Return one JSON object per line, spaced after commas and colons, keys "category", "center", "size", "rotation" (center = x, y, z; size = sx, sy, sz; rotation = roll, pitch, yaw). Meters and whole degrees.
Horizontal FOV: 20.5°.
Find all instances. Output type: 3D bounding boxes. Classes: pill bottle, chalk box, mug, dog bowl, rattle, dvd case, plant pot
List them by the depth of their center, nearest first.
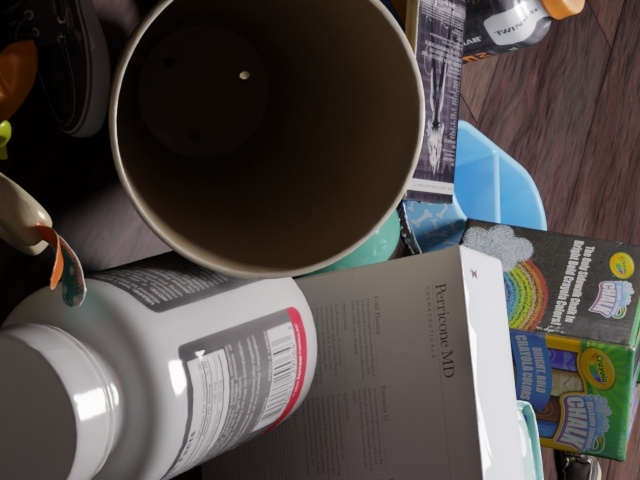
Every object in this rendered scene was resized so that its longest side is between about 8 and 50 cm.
{"category": "rattle", "center": [-0.206, -0.051, 1.332], "size": [0.143, 0.200, 0.130], "rotation": [-37, 128, -25]}
{"category": "pill bottle", "center": [-0.150, 0.107, 1.407], "size": [0.318, 0.176, 0.176], "rotation": [-16, 93, -60]}
{"category": "plant pot", "center": [-0.076, -0.118, 1.522], "size": [0.256, 0.256, 0.274], "rotation": [68, -11, -15]}
{"category": "mug", "center": [0.002, -0.005, 1.774], "size": [0.097, 0.158, 0.129], "rotation": [63, 1, -27]}
{"category": "dvd case", "center": [0.115, -0.150, 1.845], "size": [0.164, 0.018, 0.221], "rotation": [1, 92, -69]}
{"category": "chalk box", "center": [0.280, 0.115, 1.972], "size": [0.180, 0.289, 0.179], "rotation": [-64, 159, -46]}
{"category": "pill bottle", "center": [0.176, -0.272, 2.031], "size": [0.130, 0.246, 0.130], "rotation": [29, 55, -52]}
{"category": "dog bowl", "center": [0.183, -0.046, 2.128], "size": [0.297, 0.074, 0.166], "rotation": [33, 52, -51]}

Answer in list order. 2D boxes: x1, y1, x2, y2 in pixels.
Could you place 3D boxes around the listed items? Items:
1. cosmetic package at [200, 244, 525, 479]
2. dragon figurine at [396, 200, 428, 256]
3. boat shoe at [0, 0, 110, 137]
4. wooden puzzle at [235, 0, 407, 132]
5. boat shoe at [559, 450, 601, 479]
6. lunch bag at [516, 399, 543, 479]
{"category": "cosmetic package", "center": [0.036, 0.217, 1.571], "size": [0.097, 0.284, 0.377], "rotation": [16, 65, -56]}
{"category": "dragon figurine", "center": [0.068, -0.094, 1.938], "size": [0.144, 0.085, 0.289], "rotation": [33, 47, -47]}
{"category": "boat shoe", "center": [-0.235, -0.198, 1.490], "size": [0.076, 0.080, 0.228], "rotation": [-6, 88, -40]}
{"category": "wooden puzzle", "center": [-0.017, -0.265, 1.787], "size": [0.348, 0.080, 0.322], "rotation": [-39, 103, -49]}
{"category": "boat shoe", "center": [0.328, 0.274, 2.272], "size": [0.049, 0.056, 0.152], "rotation": [51, 29, -29]}
{"category": "lunch bag", "center": [0.104, 0.297, 1.713], "size": [0.160, 0.223, 0.262], "rotation": [-4, 82, -52]}
